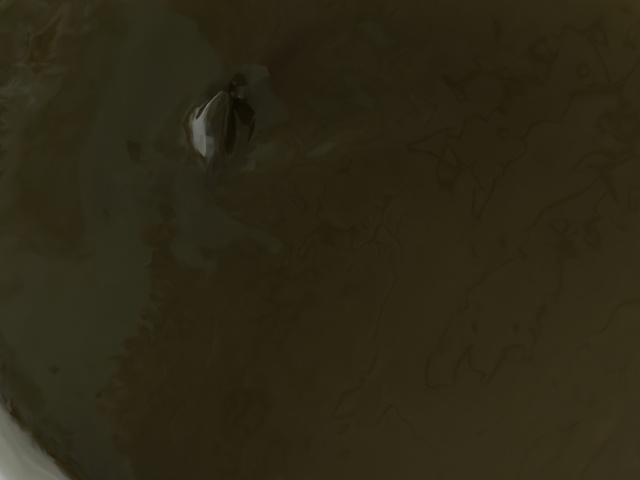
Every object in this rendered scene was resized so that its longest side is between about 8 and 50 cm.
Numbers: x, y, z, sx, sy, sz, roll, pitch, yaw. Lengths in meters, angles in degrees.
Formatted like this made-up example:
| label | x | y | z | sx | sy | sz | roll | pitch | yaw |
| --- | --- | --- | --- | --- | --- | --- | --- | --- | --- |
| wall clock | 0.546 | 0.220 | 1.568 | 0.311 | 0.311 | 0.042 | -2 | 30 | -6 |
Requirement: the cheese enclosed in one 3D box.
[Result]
| label | x | y | z | sx | sy | sz | roll | pitch | yaw |
| --- | --- | --- | --- | --- | --- | --- | --- | --- | --- |
| cheese | 0.000 | 0.000 | 0.537 | 0.315 | 0.128 | 0.260 | 26 | -98 | 31 |
